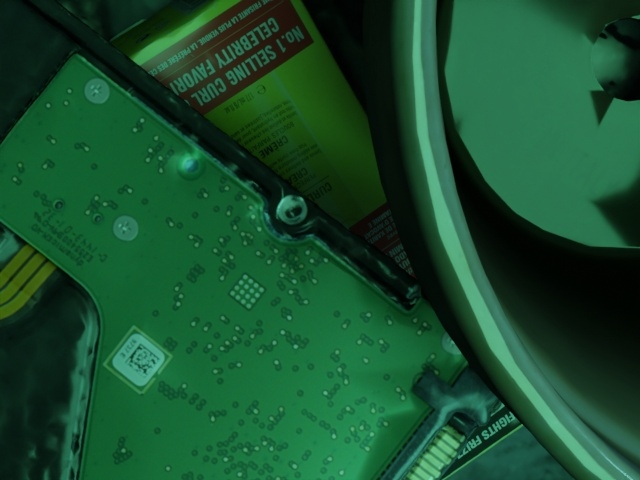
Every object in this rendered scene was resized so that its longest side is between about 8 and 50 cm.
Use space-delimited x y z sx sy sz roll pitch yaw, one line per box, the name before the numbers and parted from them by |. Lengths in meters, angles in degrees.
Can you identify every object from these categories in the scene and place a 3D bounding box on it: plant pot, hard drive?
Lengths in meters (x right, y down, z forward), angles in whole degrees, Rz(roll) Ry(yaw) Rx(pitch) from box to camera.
plant pot | 0.153 -0.066 0.513 0.323 0.280 0.323 -1 95 -10
hard drive | -0.134 0.031 0.514 0.339 0.064 0.237 37 90 2

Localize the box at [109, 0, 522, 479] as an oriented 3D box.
box | 0.000 0.000 0.617 0.087 0.058 0.232 -33 111 -6
